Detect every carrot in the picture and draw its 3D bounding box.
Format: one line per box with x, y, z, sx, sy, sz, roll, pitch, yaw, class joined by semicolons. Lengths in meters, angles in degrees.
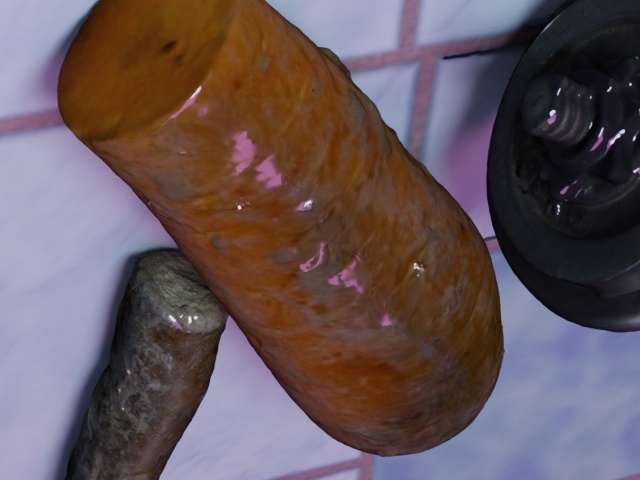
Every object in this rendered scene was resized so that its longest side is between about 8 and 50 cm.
0.000;0.000;0.704;0.138;0.139;0.302;-35;138;8;carrot

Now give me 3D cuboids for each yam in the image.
-0.113;0.119;0.818;0.061;0.061;0.274;1;132;-29;yam

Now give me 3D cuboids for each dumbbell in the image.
0.204;-0.032;0.734;0.290;0.192;0.192;16;123;-38;dumbbell
